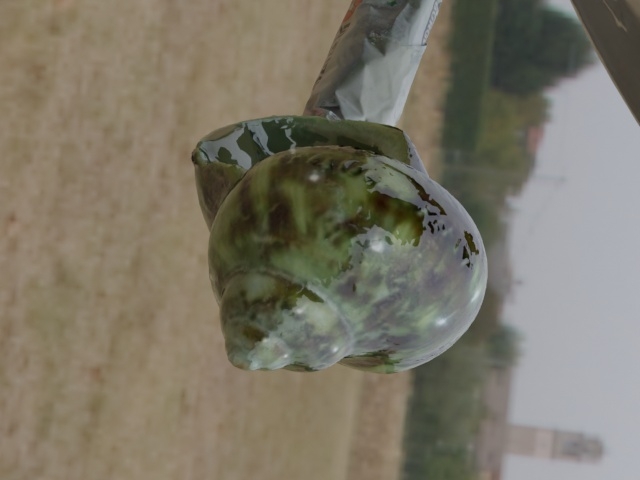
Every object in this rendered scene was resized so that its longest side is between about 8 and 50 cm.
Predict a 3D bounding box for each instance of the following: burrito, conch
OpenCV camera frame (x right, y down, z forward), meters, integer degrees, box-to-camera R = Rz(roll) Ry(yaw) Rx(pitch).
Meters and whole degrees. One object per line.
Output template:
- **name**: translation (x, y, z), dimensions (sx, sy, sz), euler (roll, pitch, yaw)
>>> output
- **burrito**: translation (0.036, -0.122, 1.062), dimensions (0.064, 0.064, 0.203), euler (86, 23, -63)
- **conch**: translation (-0.001, 0.003, 0.871), dimensions (0.181, 0.187, 0.124), euler (-6, 112, -61)

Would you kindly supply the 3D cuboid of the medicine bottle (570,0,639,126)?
- **medicine bottle**: translation (0.273, -0.147, 0.627), dimensions (0.208, 0.340, 0.208), euler (59, 2, -4)
